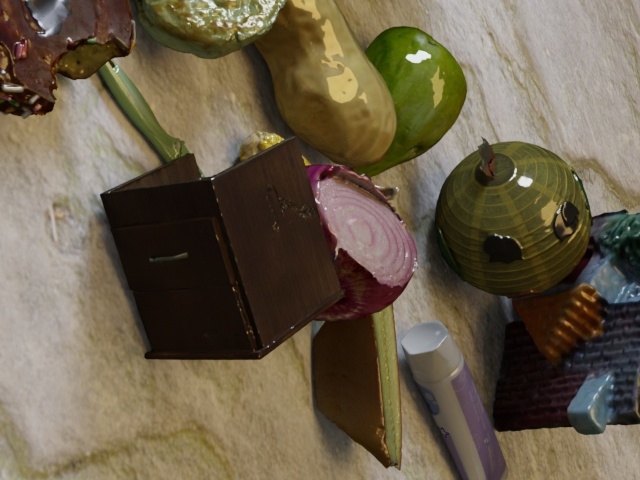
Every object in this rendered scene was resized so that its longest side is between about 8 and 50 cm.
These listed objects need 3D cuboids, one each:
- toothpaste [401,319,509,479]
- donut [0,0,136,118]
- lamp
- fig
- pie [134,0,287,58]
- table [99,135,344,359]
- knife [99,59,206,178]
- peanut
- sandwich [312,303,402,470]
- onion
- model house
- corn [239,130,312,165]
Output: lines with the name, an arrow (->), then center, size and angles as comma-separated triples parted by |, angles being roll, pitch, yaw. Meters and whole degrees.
toothpaste -> 0.222, 0.283, 1.676 | 0.371, 0.080, 0.125 | 62, 39, -30
donut -> -0.296, -0.231, 1.075 | 0.216, 0.096, 0.230 | 54, 43, -27
lamp -> 0.292, -0.051, 1.688 | 0.284, 0.250, 0.250 | 61, 38, -44
fig -> 0.128, -0.202, 1.590 | 0.167, 0.167, 0.233 | 47, 40, -37
pie -> -0.127, -0.319, 1.292 | 0.201, 0.090, 0.248 | 25, 59, 2
table -> -0.110, 0.009, 1.192 | 0.172, 0.169, 0.193 | -33, 112, -50
knife -> -0.175, -0.108, 1.273 | 0.293, 0.020, 0.043 | 57, 44, -29
peanut -> -0.006, -0.225, 1.433 | 0.319, 0.148, 0.147 | 58, 41, -25
sandwich -> 0.054, 0.177, 1.454 | 0.094, 0.096, 0.258 | 17, 66, -58
onion -> 0.000, 0.011, 1.347 | 0.207, 0.201, 0.200 | 16, 69, -50
model house -> 0.420, 0.180, 1.771 | 0.297, 0.360, 0.339 | 53, 56, -14
corn -> -0.032, -0.074, 1.418 | 0.206, 0.067, 0.067 | 39, 52, -42
